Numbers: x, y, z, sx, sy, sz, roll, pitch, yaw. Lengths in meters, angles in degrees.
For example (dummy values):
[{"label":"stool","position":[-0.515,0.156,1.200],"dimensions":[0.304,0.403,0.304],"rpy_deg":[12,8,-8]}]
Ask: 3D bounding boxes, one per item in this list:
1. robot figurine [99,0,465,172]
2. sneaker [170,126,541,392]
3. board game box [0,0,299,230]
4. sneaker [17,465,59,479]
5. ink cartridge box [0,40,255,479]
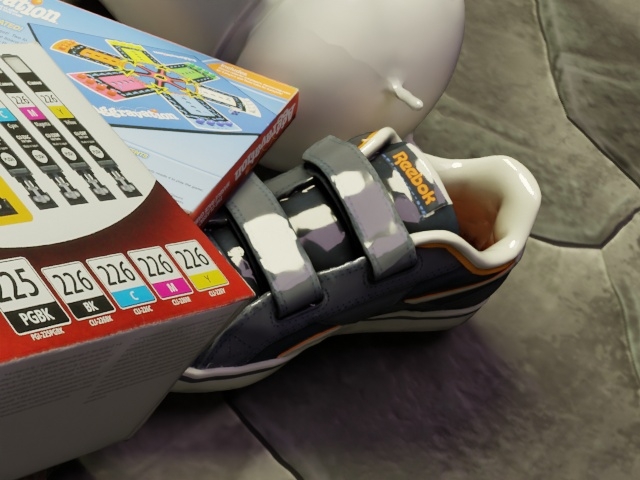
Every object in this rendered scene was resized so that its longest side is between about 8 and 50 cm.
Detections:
[{"label":"robot figurine","position":[-0.039,-0.187,1.172],"dimensions":[0.353,0.200,0.300],"rpy_deg":[48,7,20]},{"label":"sneaker","position":[0.000,0.000,1.040],"dimensions":[0.321,0.127,0.126],"rpy_deg":[-11,60,-38]},{"label":"board game box","position":[-0.170,-0.096,1.044],"dimensions":[0.281,0.027,0.145],"rpy_deg":[22,45,15]},{"label":"sneaker","position":[-0.164,0.122,0.915],"dimensions":[0.065,0.061,0.158],"rpy_deg":[5,49,-38]},{"label":"ink cartridge box","position":[-0.229,-0.009,0.825],"dimensions":[0.272,0.130,0.309],"rpy_deg":[48,25,15]}]
